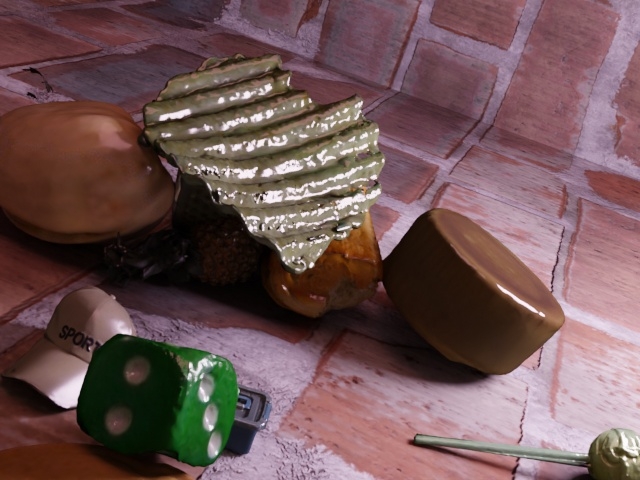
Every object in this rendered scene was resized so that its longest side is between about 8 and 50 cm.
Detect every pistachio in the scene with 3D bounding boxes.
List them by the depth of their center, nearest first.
[{"bbox_3d":[-0.373,-0.103,1.315,0.321,0.229,0.238,17,55,19],"label":"pistachio"}]

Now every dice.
[{"bbox_3d":[-0.171,0.170,0.902,0.131,0.120,0.128,9,-13,26],"label":"dice"}]

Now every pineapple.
[{"bbox_3d":[-0.212,0.018,1.290,0.251,0.125,0.125,-5,32,-32],"label":"pineapple"}]

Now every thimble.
[{"bbox_3d":[-0.168,-0.137,1.470,0.150,0.270,0.270,10,24,-12],"label":"thimble"}]

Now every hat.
[{"bbox_3d":[-0.295,0.127,1.019,0.147,0.084,0.175,23,23,10],"label":"hat"}]

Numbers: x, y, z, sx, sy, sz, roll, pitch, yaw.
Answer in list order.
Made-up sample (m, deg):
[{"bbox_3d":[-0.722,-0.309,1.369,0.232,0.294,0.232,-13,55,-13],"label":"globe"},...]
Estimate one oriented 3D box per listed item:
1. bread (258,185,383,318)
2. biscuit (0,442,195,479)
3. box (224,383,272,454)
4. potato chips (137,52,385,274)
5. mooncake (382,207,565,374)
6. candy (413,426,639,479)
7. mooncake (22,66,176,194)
[{"bbox_3d":[-0.004,0.005,1.415,0.195,0.148,0.344,8,28,-5],"label":"bread"},{"bbox_3d":[-0.206,0.297,0.745,0.351,0.057,0.312,33,29,33],"label":"biscuit"},{"bbox_3d":[-0.113,0.209,1.004,0.099,0.054,0.074,17,25,0],"label":"box"},{"bbox_3d":[-0.083,-0.141,1.267,0.373,0.097,0.389,36,42,3],"label":"potato chips"},{"bbox_3d":[0.234,0.083,1.340,0.284,0.155,0.284,32,20,-13],"label":"mooncake"},{"bbox_3d":[0.288,0.284,1.120,0.336,0.093,0.092,7,-19,-4],"label":"candy"},{"bbox_3d":[-0.383,-0.170,1.478,0.150,0.057,0.347,19,-17,27],"label":"mooncake"}]
